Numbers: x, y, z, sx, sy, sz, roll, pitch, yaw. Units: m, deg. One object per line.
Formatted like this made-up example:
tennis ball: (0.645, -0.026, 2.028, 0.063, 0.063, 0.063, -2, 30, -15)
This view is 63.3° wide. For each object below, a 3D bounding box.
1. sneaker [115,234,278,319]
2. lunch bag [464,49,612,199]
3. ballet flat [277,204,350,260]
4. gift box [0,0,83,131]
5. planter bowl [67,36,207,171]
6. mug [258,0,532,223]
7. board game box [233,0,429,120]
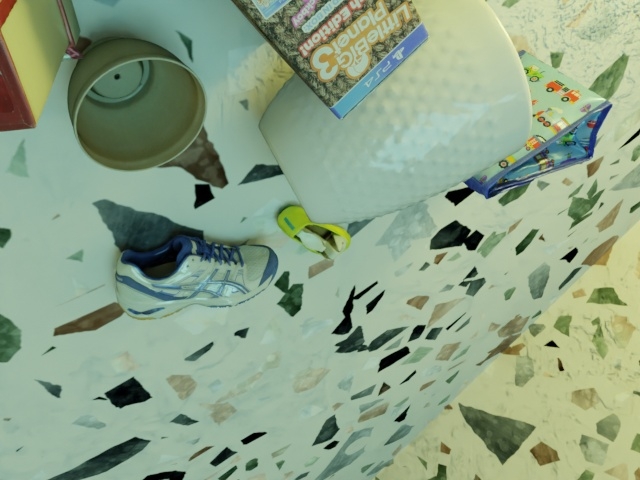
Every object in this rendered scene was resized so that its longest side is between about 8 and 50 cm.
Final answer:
sneaker: (-0.207, 0.049, 0.917, 0.296, 0.112, 0.131, -15, 137, -26)
lunch bag: (0.334, -0.204, 0.972, 0.293, 0.221, 0.138, -26, 141, -12)
ballet flat: (0.000, 0.000, 1.050, 0.077, 0.077, 0.231, -47, 141, 12)
gift box: (-0.326, -0.228, 0.412, 0.276, 0.258, 0.255, -4, 132, -14)
planter bowl: (-0.238, -0.182, 0.643, 0.162, 0.109, 0.162, -29, 152, -17)
mug: (0.092, -0.170, 0.823, 0.328, 0.276, 0.374, -29, 172, -1)
board game box: (-0.047, -0.314, 0.561, 0.141, 0.232, 0.291, -42, 141, 9)
